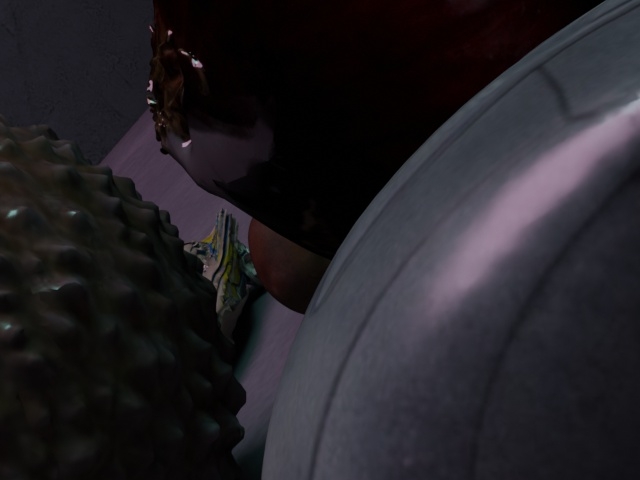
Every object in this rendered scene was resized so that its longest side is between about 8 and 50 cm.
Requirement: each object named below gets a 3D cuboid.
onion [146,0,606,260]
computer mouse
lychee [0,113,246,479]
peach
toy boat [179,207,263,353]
[{"bbox_3d":[0.054,-0.114,0.693,0.285,0.273,0.273,-22,14,3],"label":"onion"},{"bbox_3d":[0.106,-0.015,0.504,0.371,0.122,0.188,-42,12,0],"label":"computer mouse"},{"bbox_3d":[-0.173,0.086,0.730,0.300,0.300,0.300,-43,12,11],"label":"lychee"},{"bbox_3d":[-0.001,0.001,0.878,0.083,0.083,0.083,-43,12,11],"label":"peach"},{"bbox_3d":[-0.077,0.041,1.041,0.084,0.066,0.210,-45,12,9],"label":"toy boat"}]
